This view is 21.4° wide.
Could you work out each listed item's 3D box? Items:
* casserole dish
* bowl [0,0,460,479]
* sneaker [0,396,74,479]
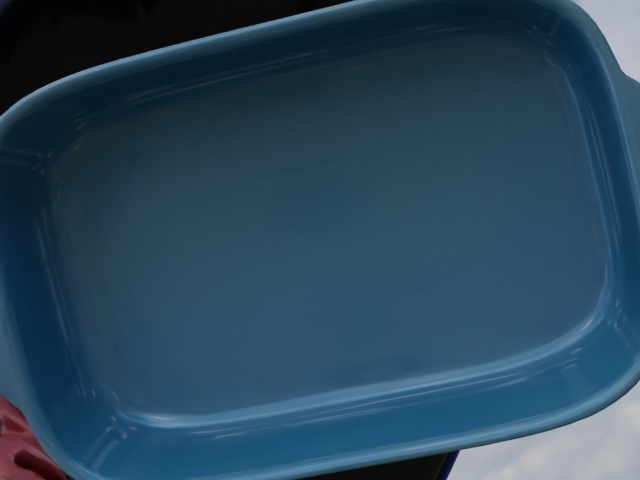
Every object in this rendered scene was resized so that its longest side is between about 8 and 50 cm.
[{"bbox_3d":[0.000,0.000,0.435,0.188,0.114,0.037,-12,6,11],"label":"casserole dish"},{"bbox_3d":[-0.058,0.021,0.691,0.391,0.077,0.391,-17,-66,-43],"label":"bowl"},{"bbox_3d":[-0.060,0.144,0.447,0.135,0.276,0.097,29,-72,-26],"label":"sneaker"}]
